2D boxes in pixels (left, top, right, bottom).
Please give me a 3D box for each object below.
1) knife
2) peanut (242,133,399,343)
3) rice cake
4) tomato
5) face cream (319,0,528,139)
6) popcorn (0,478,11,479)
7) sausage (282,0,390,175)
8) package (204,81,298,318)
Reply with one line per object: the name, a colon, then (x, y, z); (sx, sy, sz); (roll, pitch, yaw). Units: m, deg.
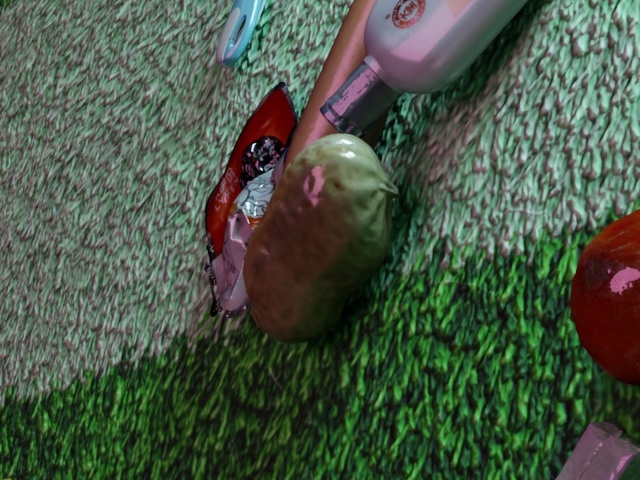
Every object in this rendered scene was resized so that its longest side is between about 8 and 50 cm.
knife: (-0.074, -0.306, 2.377); (0.064, 0.031, 0.222); (0, 64, 60)
peanut: (0.000, 0.000, 1.957); (0.224, 0.129, 0.129); (-61, 30, 25)
rice cake: (0.188, 0.243, 1.579); (0.221, 0.042, 0.080); (-59, 27, 11)
tomato: (0.256, 0.031, 1.581); (0.159, 0.091, 0.139); (-61, 32, 2)
face cream: (0.113, -0.220, 1.954); (0.291, 0.071, 0.144); (-47, 46, 11)
popcorn: (-0.332, 0.365, 2.146); (0.218, 0.169, 0.189); (-56, 33, 2)
sausage: (0.040, -0.162, 2.049); (0.086, 0.086, 0.289); (18, 83, 59)
package: (-0.073, -0.036, 2.157); (0.194, 0.071, 0.269); (-47, 22, 23)
